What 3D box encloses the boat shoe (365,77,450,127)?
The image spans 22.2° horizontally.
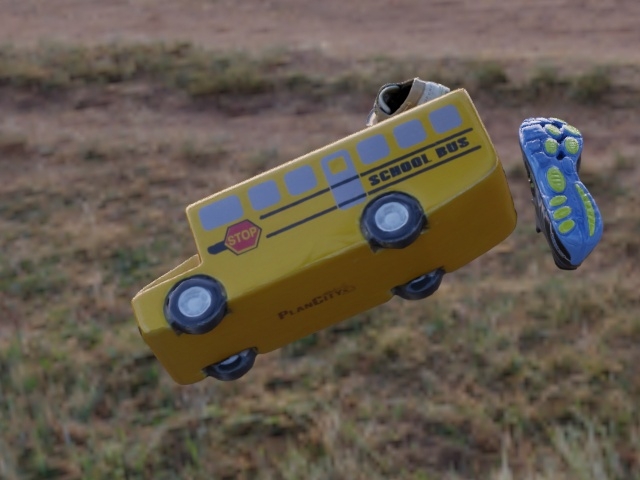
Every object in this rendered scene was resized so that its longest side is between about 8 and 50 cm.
[{"bbox_3d":[0.078,-0.138,1.631,0.135,0.045,0.050,-20,47,60],"label":"boat shoe"}]

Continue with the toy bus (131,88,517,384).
[{"bbox_3d":[0.000,0.000,1.402,0.332,0.108,0.130,-23,57,2],"label":"toy bus"}]

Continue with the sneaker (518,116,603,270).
[{"bbox_3d":[0.229,-0.050,1.607,0.067,0.078,0.188,2,49,-12],"label":"sneaker"}]
